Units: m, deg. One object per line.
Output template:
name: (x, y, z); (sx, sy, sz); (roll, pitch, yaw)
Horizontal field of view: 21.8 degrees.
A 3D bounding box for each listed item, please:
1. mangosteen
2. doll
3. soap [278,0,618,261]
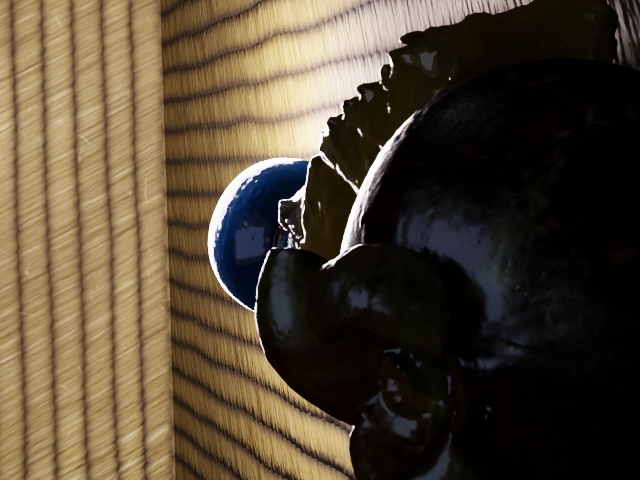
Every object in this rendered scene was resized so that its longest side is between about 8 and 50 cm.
mangosteen: (0.122, 0.043, 0.894); (0.288, 0.288, 0.288); (178, 90, -75)
doll: (0.000, 0.000, 1.629); (0.257, 0.161, 0.215); (19, 98, 56)
soap: (0.075, -0.089, 1.268); (0.304, 0.169, 0.338); (-127, 37, -48)
